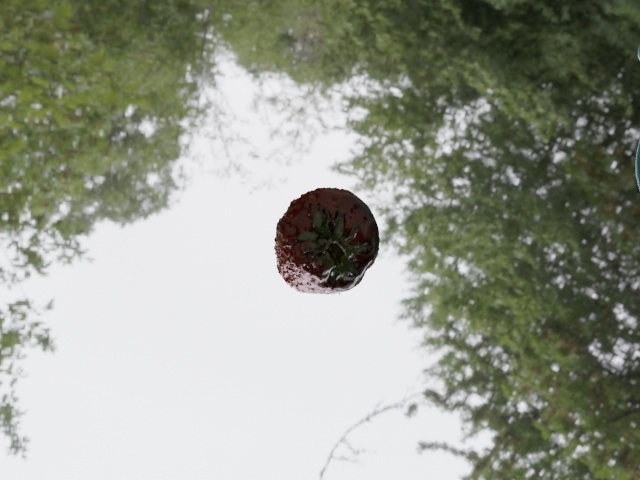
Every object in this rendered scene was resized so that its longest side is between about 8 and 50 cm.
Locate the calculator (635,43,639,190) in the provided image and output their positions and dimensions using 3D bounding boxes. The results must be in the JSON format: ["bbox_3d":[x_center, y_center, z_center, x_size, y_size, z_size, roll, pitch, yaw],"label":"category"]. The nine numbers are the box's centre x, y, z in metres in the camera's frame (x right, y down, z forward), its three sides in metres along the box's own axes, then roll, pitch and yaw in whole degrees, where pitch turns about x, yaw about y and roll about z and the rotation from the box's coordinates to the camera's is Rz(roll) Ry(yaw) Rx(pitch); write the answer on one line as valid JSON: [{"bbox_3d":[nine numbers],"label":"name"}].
[{"bbox_3d":[0.392,-0.077,0.586,0.387,0.256,0.054,15,-163,2],"label":"calculator"}]

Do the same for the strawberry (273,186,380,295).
[{"bbox_3d":[0.001,0.001,0.825,0.106,0.106,0.106,11,-144,-8],"label":"strawberry"}]
